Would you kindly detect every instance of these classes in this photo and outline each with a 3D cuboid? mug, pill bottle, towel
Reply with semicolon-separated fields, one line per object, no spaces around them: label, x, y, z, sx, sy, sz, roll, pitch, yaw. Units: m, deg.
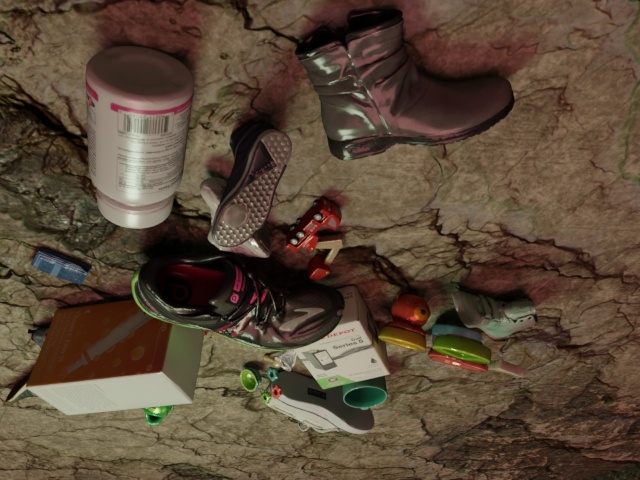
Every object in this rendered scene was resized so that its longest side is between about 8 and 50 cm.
mug;0.121;0.429;1.572;0.129;0.097;0.158;20;132;-22
pill bottle;-0.311;-0.165;0.902;0.160;0.160;0.283;10;134;-13
towel;-0.595;0.062;1.212;0.119;0.029;0.067;27;129;-27

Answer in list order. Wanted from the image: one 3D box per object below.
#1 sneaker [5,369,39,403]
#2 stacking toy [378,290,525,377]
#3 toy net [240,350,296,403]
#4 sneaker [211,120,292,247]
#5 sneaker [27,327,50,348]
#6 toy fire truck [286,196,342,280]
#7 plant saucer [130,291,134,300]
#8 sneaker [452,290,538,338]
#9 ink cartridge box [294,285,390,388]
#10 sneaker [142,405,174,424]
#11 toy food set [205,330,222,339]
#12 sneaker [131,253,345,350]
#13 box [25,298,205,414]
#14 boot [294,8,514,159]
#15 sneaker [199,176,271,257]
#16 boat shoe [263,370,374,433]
sneaker;-0.845;0.443;1.561;0.192;0.064;0.086;-37;121;26
stacking toy;0.335;0.229;1.309;0.309;0.130;0.279;26;162;-33
toy net;-0.135;0.377;1.495;0.045;0.122;0.232;-12;152;-51
sneaker;-0.136;-0.109;0.951;0.086;0.163;0.226;24;103;-29
sneaker;-0.693;0.304;1.437;0.098;0.083;0.223;3;135;24
toy fire truck;0.000;0.000;1.165;0.135;0.047;0.192;26;128;-27
plant saucer;-0.431;0.147;1.317;0.083;0.015;0.083;-1;135;-1
sneaker;0.443;0.164;1.318;0.151;0.094;0.256;-30;139;33
ink cartridge box;0.046;0.260;1.383;0.198;0.115;0.273;-17;134;14
sneaker;-0.453;0.445;1.541;0.109;0.123;0.295;12;133;-14
toy food set;-0.280;0.224;1.402;0.078;0.019;0.122;29;135;-28
sneaker;-0.173;0.136;1.169;0.483;0.185;0.202;8;163;-12
box;-0.485;0.280;1.291;0.345;0.215;0.168;-9;138;10
boot;0.144;-0.267;0.859;0.338;0.118;0.222;-14;129;6
sneaker;-0.197;-0.031;1.097;0.115;0.090;0.232;-16;133;17
boat shoe;-0.016;0.531;1.644;0.367;0.136;0.156;25;129;-21
